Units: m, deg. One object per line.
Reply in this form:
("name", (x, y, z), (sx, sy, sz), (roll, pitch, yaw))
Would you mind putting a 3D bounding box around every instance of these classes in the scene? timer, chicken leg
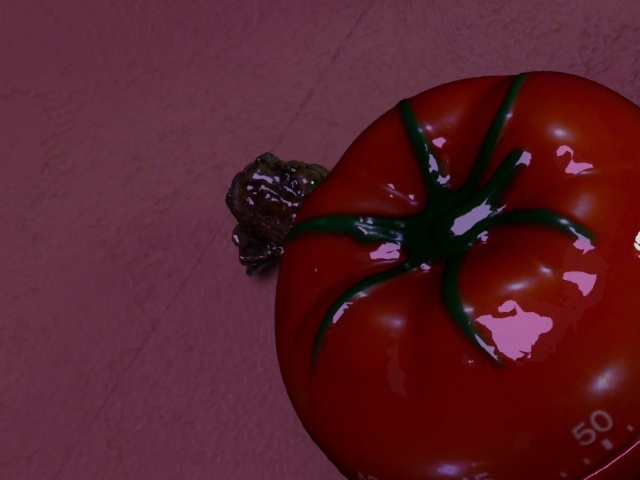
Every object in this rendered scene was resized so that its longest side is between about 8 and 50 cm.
("timer", (0.150, 0.054, 1.545), (0.378, 0.279, 0.378), (-21, 42, 21))
("chicken leg", (0.002, -0.008, 1.769), (0.196, 0.080, 0.125), (20, 93, 18))
